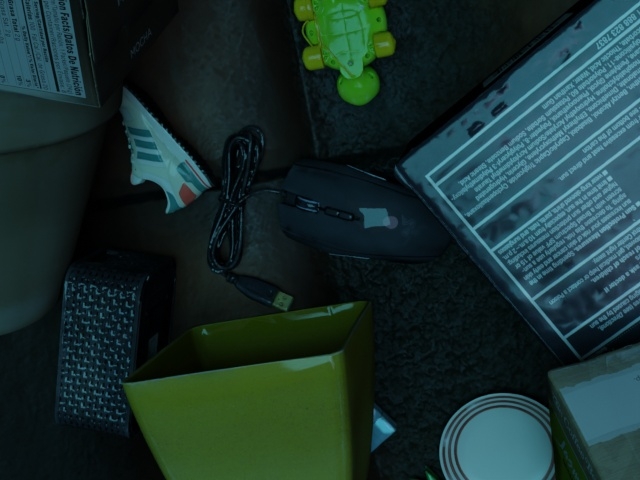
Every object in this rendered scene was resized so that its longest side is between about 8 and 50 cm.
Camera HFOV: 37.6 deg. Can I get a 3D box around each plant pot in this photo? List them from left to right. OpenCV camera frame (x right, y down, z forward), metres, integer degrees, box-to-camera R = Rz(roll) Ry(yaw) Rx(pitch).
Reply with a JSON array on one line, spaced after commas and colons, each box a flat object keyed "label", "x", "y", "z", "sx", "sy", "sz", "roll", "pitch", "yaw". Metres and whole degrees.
[{"label": "plant pot", "x": -0.355, "y": -0.068, "z": 0.928, "sx": 0.323, "sy": 0.323, "sz": 0.280, "roll": 9, "pitch": 117, "yaw": 7}, {"label": "plant pot", "x": -0.047, "y": 0.187, "z": 0.953, "sx": 0.212, "sy": 0.212, "sz": 0.187, "roll": -9, "pitch": 98, "yaw": 12}]

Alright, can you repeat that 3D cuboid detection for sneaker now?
[{"label": "sneaker", "x": -0.188, "y": -0.099, "z": 1.004, "sx": 0.075, "sy": 0.057, "sz": 0.161, "roll": -41, "pitch": 96, "yaw": 8}]

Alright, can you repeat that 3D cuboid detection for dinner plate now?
[{"label": "dinner plate", "x": 0.201, "y": 0.233, "z": 1.032, "sx": 0.141, "sy": 0.017, "sz": 0.141, "roll": 1, "pitch": 101, "yaw": 7}]

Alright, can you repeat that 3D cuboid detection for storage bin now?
[{"label": "storage bin", "x": -0.218, "y": 0.107, "z": 1.015, "sx": 0.084, "sy": 0.122, "sz": 0.180, "roll": 8, "pitch": 102, "yaw": 7}]

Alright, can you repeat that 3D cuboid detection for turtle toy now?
[{"label": "turtle toy", "x": 0.029, "y": -0.200, "z": 0.947, "sx": 0.095, "sy": 0.066, "sz": 0.130, "roll": -8, "pitch": 100, "yaw": 10}]

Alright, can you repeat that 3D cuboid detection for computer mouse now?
[{"label": "computer mouse", "x": 0.000, "y": 0.000, "z": 0.994, "sx": 0.262, "sy": 0.060, "sz": 0.184, "roll": 18, "pitch": 102, "yaw": 5}]

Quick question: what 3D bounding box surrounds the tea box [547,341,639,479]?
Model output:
[{"label": "tea box", "x": 0.395, "y": 0.237, "z": 0.807, "sx": 0.329, "sy": 0.220, "sz": 0.323, "roll": -17, "pitch": 133, "yaw": -1}]

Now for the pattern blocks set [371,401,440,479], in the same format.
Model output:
[{"label": "pattern blocks set", "x": -0.004, "y": 0.340, "z": 1.077, "sx": 0.325, "sy": 0.026, "sz": 0.285, "roll": -34, "pitch": 94, "yaw": 13}]

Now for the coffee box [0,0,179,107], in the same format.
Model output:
[{"label": "coffee box", "x": -0.284, "y": -0.218, "z": 0.757, "sx": 0.297, "sy": 0.168, "sz": 0.118, "roll": 10, "pitch": 131, "yaw": 10}]

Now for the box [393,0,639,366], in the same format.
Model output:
[{"label": "box", "x": 0.276, "y": -0.060, "z": 0.877, "sx": 0.296, "sy": 0.183, "sz": 0.294, "roll": -39, "pitch": 94, "yaw": 15}]
